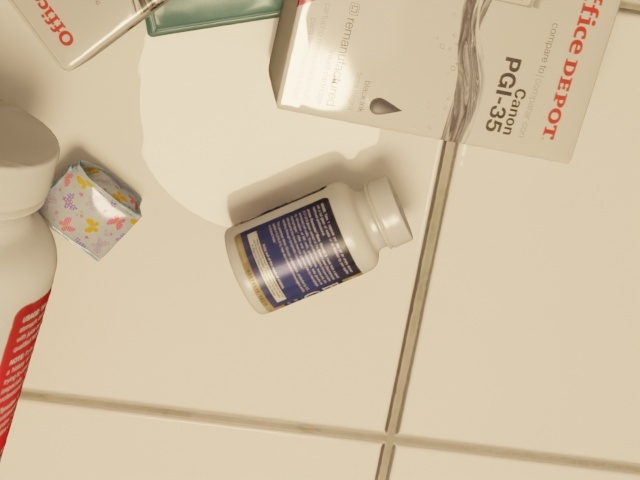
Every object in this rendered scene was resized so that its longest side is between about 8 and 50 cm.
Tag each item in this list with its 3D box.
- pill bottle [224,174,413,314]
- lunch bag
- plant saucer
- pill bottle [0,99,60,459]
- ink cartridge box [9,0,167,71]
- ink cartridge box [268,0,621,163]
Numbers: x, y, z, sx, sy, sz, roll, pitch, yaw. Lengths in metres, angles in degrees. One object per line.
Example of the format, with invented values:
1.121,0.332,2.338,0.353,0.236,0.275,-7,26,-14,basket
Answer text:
0.000,0.000,1.326,0.169,0.094,0.094,-23,112,8,pill bottle
-0.226,-0.034,1.328,0.083,0.053,0.071,36,110,-25,lunch bag
-0.074,-0.234,1.268,0.192,0.018,0.067,-8,112,2,plant saucer
-0.379,0.073,1.269,0.229,0.229,0.408,17,112,-9,pill bottle
-0.184,-0.269,1.203,0.203,0.086,0.148,-34,100,13,ink cartridge box
0.112,-0.203,1.222,0.283,0.117,0.207,10,112,-11,ink cartridge box
